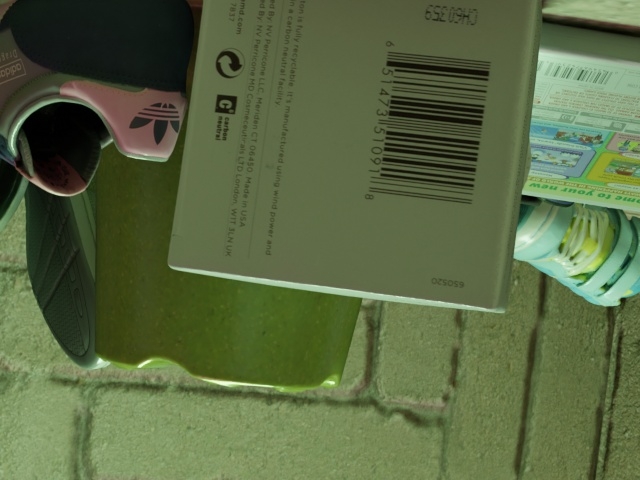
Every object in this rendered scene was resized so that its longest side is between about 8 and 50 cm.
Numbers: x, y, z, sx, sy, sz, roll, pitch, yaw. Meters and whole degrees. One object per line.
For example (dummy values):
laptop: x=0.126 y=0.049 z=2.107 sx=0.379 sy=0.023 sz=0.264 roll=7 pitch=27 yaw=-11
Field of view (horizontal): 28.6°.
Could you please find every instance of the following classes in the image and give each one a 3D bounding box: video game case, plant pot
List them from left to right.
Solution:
plant pot: x=-0.057 y=-0.027 z=0.911 sx=0.276 sy=0.254 sz=0.276 roll=7 pitch=177 yaw=0
video game case: x=0.198 y=-0.076 z=0.847 sx=0.212 sy=0.023 sz=0.193 roll=8 pitch=155 yaw=-3

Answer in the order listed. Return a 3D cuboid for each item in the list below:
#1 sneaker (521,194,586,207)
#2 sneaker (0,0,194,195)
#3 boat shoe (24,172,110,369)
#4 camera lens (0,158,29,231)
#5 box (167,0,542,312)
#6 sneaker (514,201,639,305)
sneaker: x=0.207 y=-0.072 z=0.966 sx=0.081 sy=0.091 sz=0.232 roll=9 pitch=178 yaw=-10
sneaker: x=-0.198 y=-0.087 z=0.803 sx=0.112 sy=0.131 sz=0.319 roll=3 pitch=171 yaw=-40
boat shoe: x=-0.193 y=-0.038 z=1.062 sx=0.103 sy=0.320 sz=0.118 roll=1 pitch=139 yaw=-28
camera lens: x=-0.376 y=-0.082 z=1.049 sx=0.219 sy=0.220 sz=0.274 roll=9 pitch=178 yaw=-29
box: x=0.025 y=-0.059 z=0.702 sx=0.181 sy=0.181 sz=0.119 roll=7 pitch=178 yaw=11
sneaker: x=0.284 y=-0.005 z=1.361 sx=0.208 sy=0.127 sz=0.319 roll=31 pitch=-172 yaw=0
